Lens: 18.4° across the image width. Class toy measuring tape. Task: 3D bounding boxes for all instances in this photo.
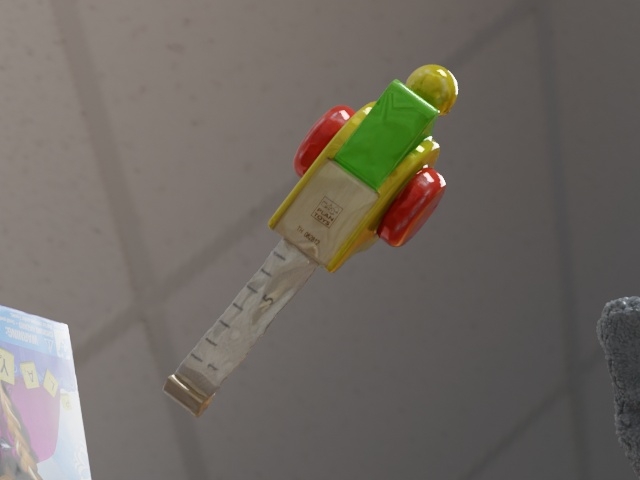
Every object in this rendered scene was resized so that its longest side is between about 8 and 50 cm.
[{"bbox_3d":[0.000,0.000,1.543,0.330,0.121,0.121,-53,-37,0],"label":"toy measuring tape"}]

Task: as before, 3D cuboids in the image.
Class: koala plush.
[{"bbox_3d":[0.382,0.158,1.927,0.221,0.196,0.203,18,-110,-72],"label":"koala plush"}]

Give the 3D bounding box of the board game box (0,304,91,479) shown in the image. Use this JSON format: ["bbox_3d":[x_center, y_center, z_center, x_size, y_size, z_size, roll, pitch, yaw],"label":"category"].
[{"bbox_3d":[-0.267,0.187,1.390,0.319,0.066,0.318,24,-129,-60],"label":"board game box"}]
